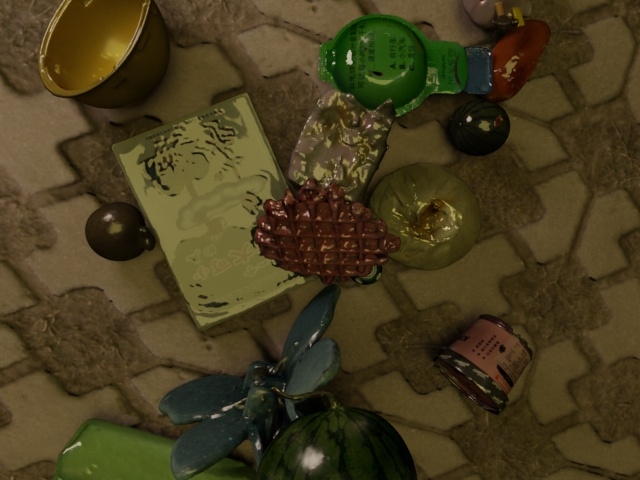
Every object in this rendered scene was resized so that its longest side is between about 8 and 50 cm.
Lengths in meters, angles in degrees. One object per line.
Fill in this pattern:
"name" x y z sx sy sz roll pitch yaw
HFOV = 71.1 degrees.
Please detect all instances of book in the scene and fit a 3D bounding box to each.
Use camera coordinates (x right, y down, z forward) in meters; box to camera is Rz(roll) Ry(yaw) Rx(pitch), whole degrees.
"book" -0.179 -0.051 0.823 0.261 0.043 0.370 -24 96 -7

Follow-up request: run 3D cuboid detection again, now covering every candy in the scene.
"candy" 0.033 -0.155 0.776 0.137 0.195 0.184 24 95 -4
"candy" -0.287 0.427 0.791 0.344 0.142 0.131 21 78 -9

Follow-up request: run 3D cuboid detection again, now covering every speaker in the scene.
"speaker" 0.073 0.040 0.847 0.060 0.075 0.094 -36 88 -4

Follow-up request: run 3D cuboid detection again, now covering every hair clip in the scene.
"hair clip" -0.049 0.295 0.731 0.392 0.318 0.238 -33 100 -6

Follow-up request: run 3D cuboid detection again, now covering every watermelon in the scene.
"watermelon" 0.024 0.308 0.525 0.204 0.127 0.231 9 90 -7
"watermelon" 0.288 -0.213 0.838 0.133 0.105 0.105 3 93 -30

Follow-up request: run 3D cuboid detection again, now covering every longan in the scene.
"longan" -0.342 -0.014 0.772 0.119 0.106 0.106 14 92 8

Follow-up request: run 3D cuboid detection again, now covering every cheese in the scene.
"cheese" 0.157 -0.318 0.822 0.321 0.083 0.203 3 82 -4

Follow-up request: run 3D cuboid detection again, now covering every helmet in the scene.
"helmet" -0.325 -0.316 0.740 0.205 0.140 0.256 18 80 23

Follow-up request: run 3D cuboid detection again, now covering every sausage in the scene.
"sausage" 0.370 -0.347 0.856 0.089 0.089 0.179 31 90 -8

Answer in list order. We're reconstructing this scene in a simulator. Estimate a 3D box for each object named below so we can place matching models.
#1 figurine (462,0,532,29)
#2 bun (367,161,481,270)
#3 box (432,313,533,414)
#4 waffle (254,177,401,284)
"figurine" 0.341 -0.475 0.836 0.137 0.112 0.228 33 76 -12
"bun" 0.199 -0.043 0.832 0.223 0.127 0.222 -1 95 -10
"box" 0.318 0.230 0.858 0.135 0.151 0.151 -45 98 -11
"waffle" 0.000 0.000 0.741 0.221 0.234 0.055 35 50 -24
